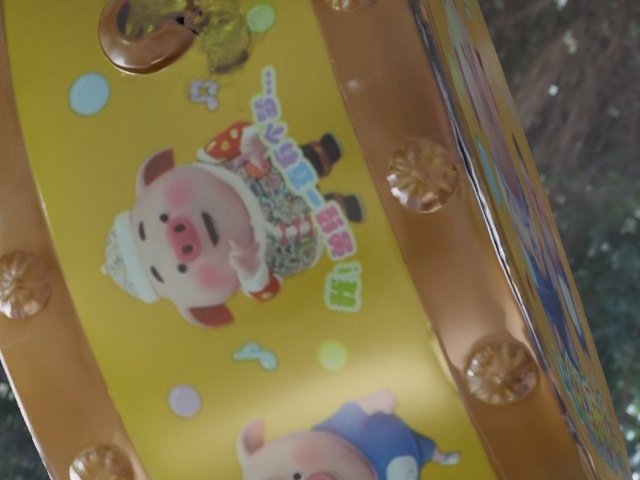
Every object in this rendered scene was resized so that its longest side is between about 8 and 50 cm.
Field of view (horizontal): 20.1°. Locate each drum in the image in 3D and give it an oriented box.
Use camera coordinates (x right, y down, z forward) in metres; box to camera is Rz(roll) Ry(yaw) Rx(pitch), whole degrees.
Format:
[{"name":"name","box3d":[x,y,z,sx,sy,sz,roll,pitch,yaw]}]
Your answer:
[{"name":"drum","box3d":[0.000,0.000,0.902,0.214,0.431,0.431,-20,-136,10]}]
